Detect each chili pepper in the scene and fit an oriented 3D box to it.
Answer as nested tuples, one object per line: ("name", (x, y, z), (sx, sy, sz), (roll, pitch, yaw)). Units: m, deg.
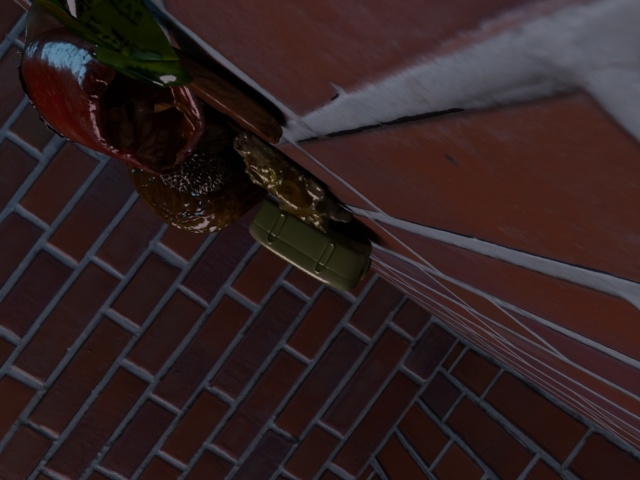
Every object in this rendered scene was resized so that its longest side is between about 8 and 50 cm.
("chili pepper", (-0.347, -0.231, 1.006), (0.305, 0.229, 0.251), (36, 146, 45))

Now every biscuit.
("biscuit", (-0.126, -0.192, 0.803), (0.192, 0.036, 0.186), (36, -179, 7))

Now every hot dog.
("hot dog", (-0.287, -0.162, 1.391), (0.388, 0.267, 0.174), (33, 144, 28))

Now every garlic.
("garlic", (-0.559, -0.409, 1.255), (0.151, 0.196, 0.338), (22, 176, -22))

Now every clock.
("clock", (0.000, 0.000, 1.479), (0.286, 0.117, 0.348), (31, -170, 12))

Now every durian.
("durian", (-0.265, -0.181, 1.212), (0.167, 0.196, 0.196), (34, 180, -32))

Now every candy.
("candy", (-0.247, -0.256, 0.633), (0.149, 0.069, 0.246), (23, 173, 24))

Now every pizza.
("pizza", (-0.053, -0.099, 1.212), (0.223, 0.089, 0.323), (39, -179, 31))

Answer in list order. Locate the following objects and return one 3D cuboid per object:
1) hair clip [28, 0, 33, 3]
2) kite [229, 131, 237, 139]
("hair clip", (-0.620, -0.548, 1.281), (0.070, 0.039, 0.229), (36, 174, -28))
("kite", (-0.247, -0.275, 1.522), (0.335, 0.011, 0.314), (36, 179, -17))
